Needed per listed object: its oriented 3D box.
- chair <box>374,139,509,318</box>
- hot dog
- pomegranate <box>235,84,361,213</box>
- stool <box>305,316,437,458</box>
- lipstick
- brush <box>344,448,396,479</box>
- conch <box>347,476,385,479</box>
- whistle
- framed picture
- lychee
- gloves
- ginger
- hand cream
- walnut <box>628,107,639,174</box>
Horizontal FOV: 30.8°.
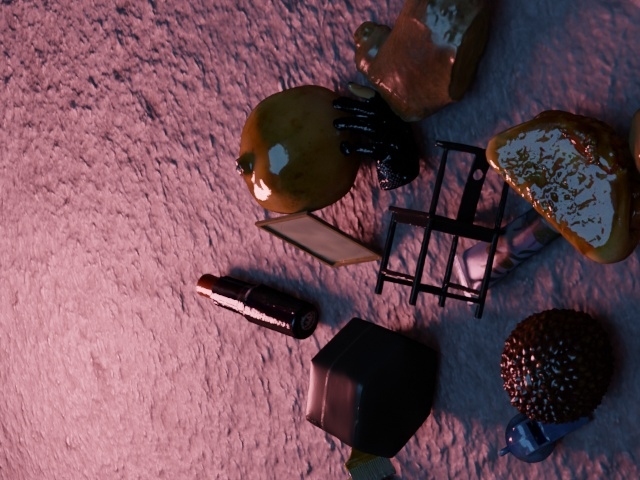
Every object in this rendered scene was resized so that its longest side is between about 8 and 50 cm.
[{"bbox_3d":[0.198,-0.021,1.853,0.141,0.155,0.260,14,91,63],"label":"chair"},{"bbox_3d":[0.376,-0.095,1.671,0.256,0.150,0.153,47,109,21],"label":"hot dog"},{"bbox_3d":[-0.032,-0.152,2.023,0.233,0.233,0.233,14,111,41],"label":"pomegranate"},{"bbox_3d":[0.090,0.254,2.016,0.141,0.232,0.232,22,116,41],"label":"stool"},{"bbox_3d":[-0.131,0.121,2.285,0.300,0.081,0.081,19,114,39],"label":"lipstick"},{"bbox_3d":[0.061,0.362,2.182,0.011,0.083,0.205,88,157,-63],"label":"brush"},{"bbox_3d":[0.093,0.535,2.158,0.188,0.122,0.176,39,101,26],"label":"conch"},{"bbox_3d":[0.356,0.309,1.879,0.158,0.090,0.090,-29,78,5],"label":"whistle"},{"bbox_3d":[0.000,0.000,2.061,0.136,0.201,0.010,-11,59,45],"label":"framed picture"},{"bbox_3d":[0.356,0.196,1.771,0.188,0.188,0.188,14,111,41],"label":"lychee"},{"bbox_3d":[0.098,-0.185,1.931,0.106,0.129,0.180,-4,121,38],"label":"gloves"},{"bbox_3d":[0.156,-0.315,1.845,0.221,0.130,0.275,24,120,32],"label":"ginger"},{"bbox_3d":[0.304,0.012,1.855,0.271,0.058,0.091,-40,62,47],"label":"hand cream"},{"bbox_3d":[0.498,-0.130,1.570,0.167,0.149,0.166,-5,75,20],"label":"walnut"}]
